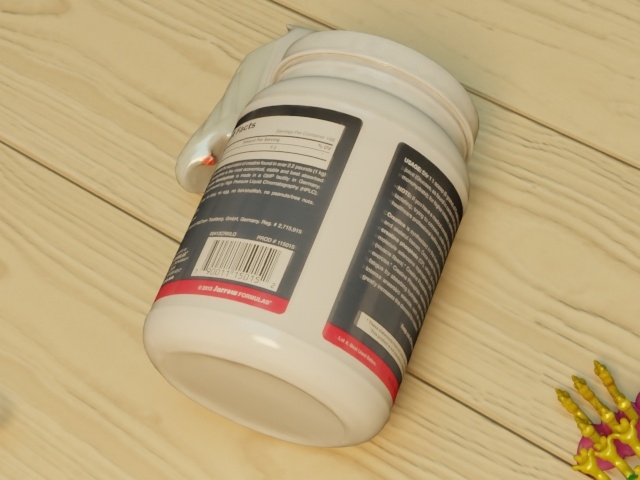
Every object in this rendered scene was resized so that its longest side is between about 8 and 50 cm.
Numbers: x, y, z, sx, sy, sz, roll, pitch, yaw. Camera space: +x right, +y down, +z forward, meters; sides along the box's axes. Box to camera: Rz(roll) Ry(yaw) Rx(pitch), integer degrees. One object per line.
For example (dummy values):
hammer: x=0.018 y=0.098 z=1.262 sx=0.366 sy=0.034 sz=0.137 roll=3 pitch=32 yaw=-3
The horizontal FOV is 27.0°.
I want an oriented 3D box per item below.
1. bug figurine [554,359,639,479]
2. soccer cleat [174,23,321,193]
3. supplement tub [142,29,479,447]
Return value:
bug figurine: x=0.267 y=0.111 z=0.906 sx=0.216 sy=0.279 sz=0.072 roll=-35 pitch=101 yaw=9
soccer cleat: x=-0.061 y=-0.114 z=1.157 sx=0.076 sy=0.068 sz=0.196 roll=33 pitch=64 yaw=30
supplement tub: x=0.000 y=0.000 z=1.005 sx=0.191 sy=0.191 sz=0.272 roll=15 pitch=65 yaw=18
